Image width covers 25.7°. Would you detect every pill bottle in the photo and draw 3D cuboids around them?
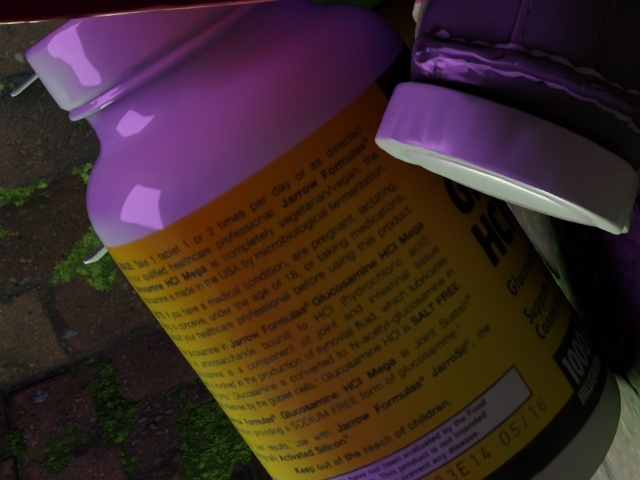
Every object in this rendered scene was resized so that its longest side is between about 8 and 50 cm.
[{"bbox_3d":[0.000,0.000,0.739,0.334,0.188,0.188,56,178,-14],"label":"pill bottle"}]

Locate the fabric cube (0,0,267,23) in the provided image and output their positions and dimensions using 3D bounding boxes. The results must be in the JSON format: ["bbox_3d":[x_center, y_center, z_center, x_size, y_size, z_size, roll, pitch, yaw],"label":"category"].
[{"bbox_3d":[-0.119,-0.236,0.438,0.258,0.254,0.259,50,140,48],"label":"fabric cube"}]

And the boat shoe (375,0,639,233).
[{"bbox_3d":[0.083,-0.059,0.534,0.305,0.109,0.091,-15,-56,-83],"label":"boat shoe"}]

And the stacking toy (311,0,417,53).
[{"bbox_3d":[0.006,-0.144,0.836,0.141,0.141,0.330,-125,11,-71],"label":"stacking toy"}]

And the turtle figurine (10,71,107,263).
[{"bbox_3d":[-0.144,-0.162,1.366,0.198,0.266,0.275,44,134,39],"label":"turtle figurine"}]
